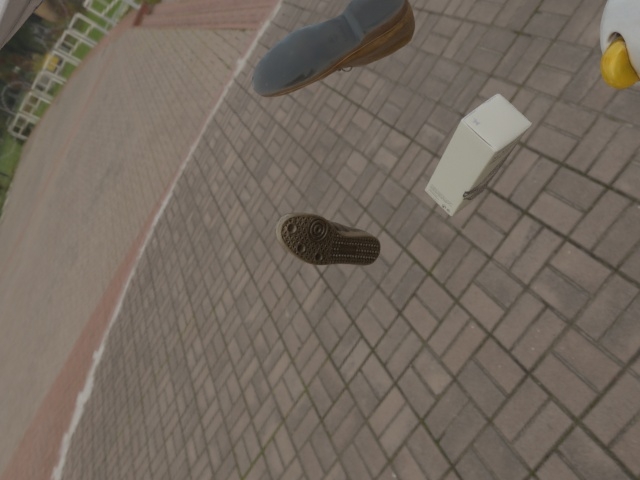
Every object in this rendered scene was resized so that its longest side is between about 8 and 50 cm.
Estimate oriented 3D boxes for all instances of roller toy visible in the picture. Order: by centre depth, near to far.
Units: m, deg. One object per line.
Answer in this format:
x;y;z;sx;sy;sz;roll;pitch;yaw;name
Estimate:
0.536;-0.328;0.812;0.146;0.190;0.210;-131;47;-68;roller toy

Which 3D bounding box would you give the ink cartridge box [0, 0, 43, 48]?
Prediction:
-0.490;-0.438;0.583;0.269;0.395;0.151;-27;38;43;ink cartridge box

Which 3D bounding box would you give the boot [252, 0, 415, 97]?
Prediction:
0.024;-0.322;0.943;0.305;0.115;0.113;-23;69;18;boot

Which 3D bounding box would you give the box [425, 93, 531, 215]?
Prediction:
0.319;-0.168;1.123;0.113;0.094;0.275;-37;-16;-17;box

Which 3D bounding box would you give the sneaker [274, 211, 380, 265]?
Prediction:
0.000;0.000;0.762;0.071;0.188;0.066;20;92;49;sneaker
